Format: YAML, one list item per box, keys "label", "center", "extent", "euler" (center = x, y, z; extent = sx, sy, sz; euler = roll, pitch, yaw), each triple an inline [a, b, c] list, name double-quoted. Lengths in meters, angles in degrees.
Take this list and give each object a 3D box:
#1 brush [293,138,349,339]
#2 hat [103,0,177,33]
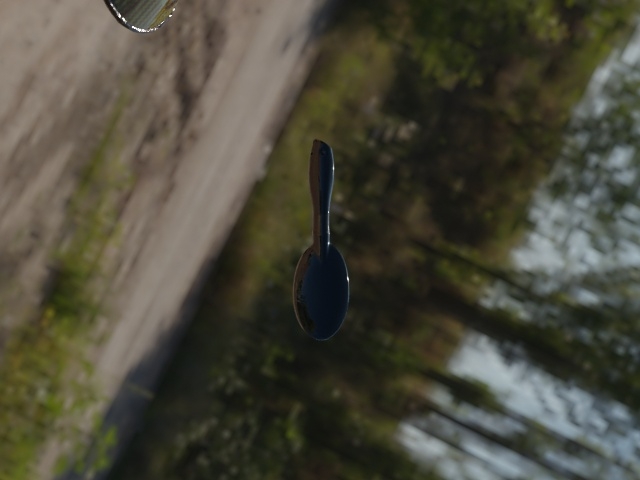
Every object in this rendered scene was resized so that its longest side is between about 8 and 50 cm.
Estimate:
- label: "brush"
  center: [0.000, 0.000, 0.749]
  extent: [0.008, 0.024, 0.083]
  euler: [-137, -136, -71]
- label: "hat"
  center: [-0.110, -0.258, 1.446]
  extent: [0.193, 0.082, 0.193]
  euler: [1, 90, -70]
